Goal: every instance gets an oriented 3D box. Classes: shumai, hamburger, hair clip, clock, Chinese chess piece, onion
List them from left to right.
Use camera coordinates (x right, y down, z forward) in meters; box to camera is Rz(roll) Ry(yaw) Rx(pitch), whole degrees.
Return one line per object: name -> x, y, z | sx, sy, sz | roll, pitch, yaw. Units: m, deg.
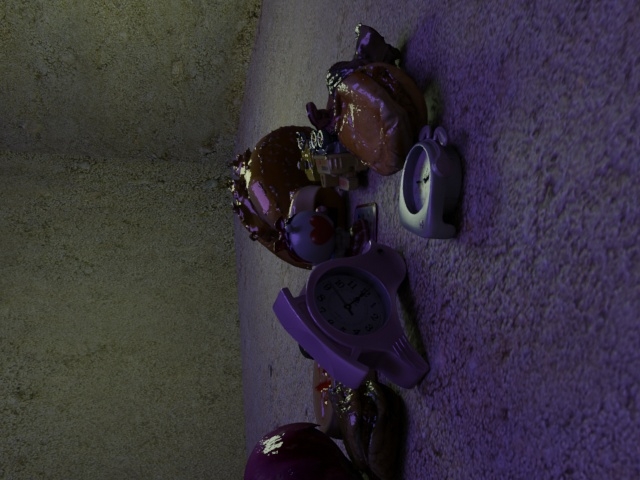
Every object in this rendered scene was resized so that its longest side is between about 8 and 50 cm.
hamburger -> -0.126, -0.149, 1.982 | 0.268, 0.287, 0.445 | 119, 148, -56
onion -> -0.032, 0.582, 1.407 | 0.345, 0.358, 0.358 | -53, 13, -8
hamburger -> -0.015, -0.043, 1.759 | 0.116, 0.173, 0.210 | -8, 80, 50
hair clip -> 0.028, -0.349, 1.907 | 0.138, 0.102, 0.123 | 53, -150, -59
Chinese chess piece -> 0.050, 0.339, 1.587 | 0.251, 0.097, 0.250 | -178, 90, -76
hamburger -> 0.103, 0.379, 1.380 | 0.183, 0.130, 0.206 | -130, 25, -71
shumai -> 0.107, -0.350, 1.415 | 0.209, 0.161, 0.153 | -14, 51, 66
clock -> 0.099, 0.152, 1.298 | 0.290, 0.275, 0.080 | 46, 144, 16
hamburger -> 0.111, -0.230, 1.276 | 0.214, 0.108, 0.213 | 40, 148, 32
clock -> 0.193, -0.103, 1.175 | 0.151, 0.062, 0.191 | -137, 51, -72

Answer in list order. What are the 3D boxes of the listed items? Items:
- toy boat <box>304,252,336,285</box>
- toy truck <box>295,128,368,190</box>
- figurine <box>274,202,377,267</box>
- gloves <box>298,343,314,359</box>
toy boat -> 0.007, 0.123, 1.721 | 0.100, 0.097, 0.223 | -61, -10, -72
toy truck -> 0.033, -0.203, 1.695 | 0.272, 0.124, 0.157 | -160, 62, -71
figurine -> 0.000, 0.000, 1.574 | 0.160, 0.226, 0.183 | 177, 95, -74
gloves -> -0.012, 0.262, 1.825 | 0.268, 0.107, 0.135 | 30, 114, 54
